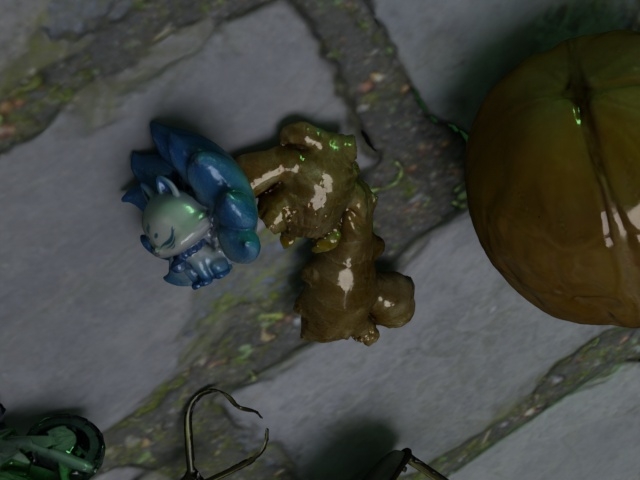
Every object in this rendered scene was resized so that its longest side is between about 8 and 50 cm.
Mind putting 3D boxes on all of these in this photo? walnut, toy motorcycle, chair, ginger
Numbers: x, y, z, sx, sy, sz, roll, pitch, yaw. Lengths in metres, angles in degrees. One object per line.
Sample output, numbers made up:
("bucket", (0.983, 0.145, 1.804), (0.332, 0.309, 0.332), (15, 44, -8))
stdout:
("walnut", (0.197, -0.037, 0.997), (0.193, 0.193, 0.226), (-37, 140, 10))
("toy motorcycle", (-0.235, 0.170, 1.019), (0.190, 0.106, 0.074), (-7, 134, -20))
("chair", (0.025, 0.231, 1.200), (0.326, 0.170, 0.160), (38, 119, 1))
("ginger", (0.000, 0.000, 1.018), (0.193, 0.052, 0.176), (1, 130, -26))

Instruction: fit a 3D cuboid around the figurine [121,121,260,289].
("figurine", (-0.083, -0.026, 0.927), (0.079, 0.114, 0.114), (-32, 143, -30))
